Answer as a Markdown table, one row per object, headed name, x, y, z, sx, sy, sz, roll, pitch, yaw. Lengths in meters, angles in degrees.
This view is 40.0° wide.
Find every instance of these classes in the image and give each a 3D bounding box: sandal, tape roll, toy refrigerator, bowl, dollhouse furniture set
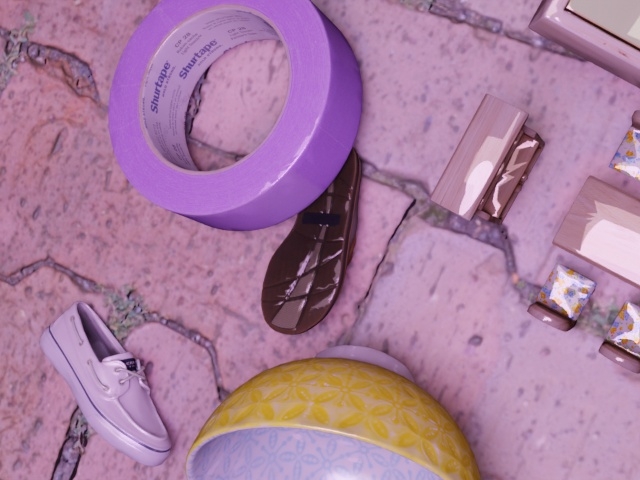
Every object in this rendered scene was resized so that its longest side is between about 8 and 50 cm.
| name | x | y | z | sx | sy | sz | roll | pitch | yaw |
| --- | --- | --- | --- | --- | --- | --- | --- | --- | --- |
| sandal | 0.000 | 0.000 | 0.969 | 0.090 | 0.060 | 0.219 | 6 | 75 | 25 |
| tape roll | -0.096 | -0.152 | 0.966 | 0.275 | 0.090 | 0.275 | -6 | 76 | 24 |
| toy refrigerator | 0.334 | -0.175 | 0.781 | 0.269 | 0.094 | 0.102 | 29 | 98 | 0 |
| bowl | 0.028 | 0.200 | 0.877 | 0.289 | 0.289 | 0.156 | 0 | 45 | 21 |
| dollhouse furniture set | 0.246 | -0.023 | 0.816 | 0.242 | 0.161 | 0.212 | 30 | 98 | 19 |

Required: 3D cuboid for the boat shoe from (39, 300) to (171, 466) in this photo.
| name | x | y | z | sx | sy | sz | roll | pitch | yaw |
| --- | --- | --- | --- | --- | --- | --- | --- | --- | --- |
| boat shoe | -0.247 | 0.163 | 1.037 | 0.226 | 0.083 | 0.076 | 42 | 103 | 18 |
